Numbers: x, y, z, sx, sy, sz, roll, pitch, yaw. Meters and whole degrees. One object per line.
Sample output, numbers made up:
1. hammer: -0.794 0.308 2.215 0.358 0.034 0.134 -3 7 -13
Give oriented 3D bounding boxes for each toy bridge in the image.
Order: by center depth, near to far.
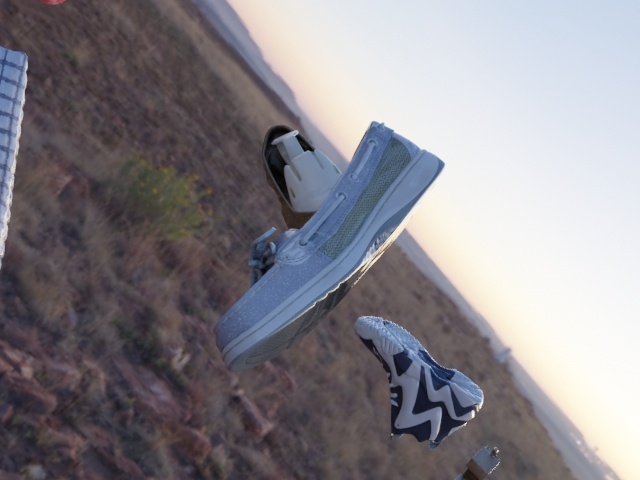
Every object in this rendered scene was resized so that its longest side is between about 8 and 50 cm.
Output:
1. toy bridge: 0.156 0.297 0.874 0.026 0.188 0.063 43 37 20

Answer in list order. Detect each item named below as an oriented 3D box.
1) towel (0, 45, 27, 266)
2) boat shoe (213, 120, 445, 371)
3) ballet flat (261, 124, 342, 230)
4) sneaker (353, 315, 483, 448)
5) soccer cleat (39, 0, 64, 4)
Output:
1. towel: -0.424 -0.075 0.776 0.121 0.284 0.235 11 79 -47
2. boat shoe: 0.001 -0.002 0.735 0.103 0.320 0.118 39 -29 9
3. ballet flat: -0.017 -0.087 1.073 0.124 0.116 0.342 66 -4 -31
4. sneaker: 0.125 0.239 1.201 0.235 0.153 0.094 34 15 6
5. soccer cleat: -0.382 -0.404 0.907 0.095 0.083 0.248 5 -51 55
